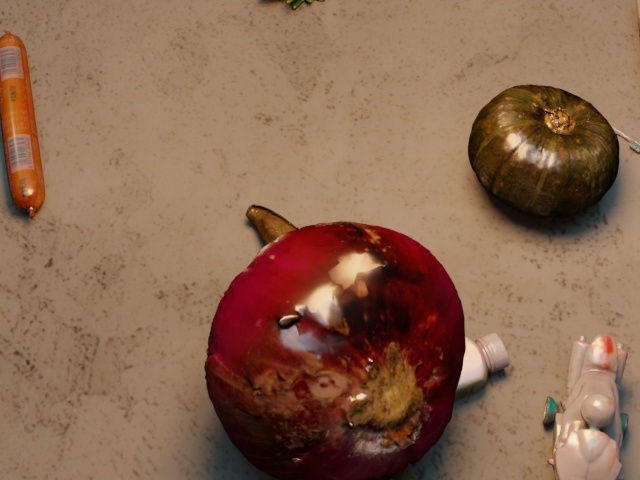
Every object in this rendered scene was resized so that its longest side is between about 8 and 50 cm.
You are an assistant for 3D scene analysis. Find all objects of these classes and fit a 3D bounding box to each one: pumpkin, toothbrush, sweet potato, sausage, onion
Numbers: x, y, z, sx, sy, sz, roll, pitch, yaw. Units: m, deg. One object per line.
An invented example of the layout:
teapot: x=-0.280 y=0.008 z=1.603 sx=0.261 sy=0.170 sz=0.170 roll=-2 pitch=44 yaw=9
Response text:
pumpkin: x=0.323 y=-0.128 z=1.841 sx=0.224 sy=0.157 sz=0.223 roll=6 pitch=48 yaw=-7
toothbrush: x=0.429 y=-0.184 z=1.951 sx=0.162 sy=0.014 sz=0.017 roll=39 pitch=50 yaw=20
sweet potato: x=-0.003 y=0.004 z=1.829 sx=0.233 sy=0.062 sz=0.081 roll=12 pitch=47 yaw=11
sausage: x=-0.463 y=-0.183 z=1.937 sx=0.053 sy=0.053 sz=0.347 roll=-11 pitch=62 yaw=-5
onion: x=-0.007 y=0.128 z=1.642 sx=0.348 sy=0.347 sz=0.385 roll=-35 pitch=30 yaw=-17

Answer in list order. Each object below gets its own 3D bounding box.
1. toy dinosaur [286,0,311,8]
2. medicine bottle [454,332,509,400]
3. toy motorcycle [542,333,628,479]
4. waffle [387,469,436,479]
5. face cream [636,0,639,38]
toy dinosaur: x=-0.030 y=-0.466 z=2.016 sx=0.194 sy=0.177 sz=0.152 roll=8 pitch=61 yaw=7
medicine bottle: x=0.195 y=0.171 z=1.735 sx=0.118 sy=0.055 sz=0.074 roll=-22 pitch=63 yaw=-10
toy motorcycle: x=0.349 y=0.239 z=1.633 sx=0.110 sy=0.171 sz=0.260 roll=13 pitch=65 yaw=6
waffle: x=0.131 y=0.487 z=1.546 sx=0.382 sy=0.095 sz=0.379 roll=28 pitch=66 yaw=12
face cream: x=0.556 y=-0.282 z=1.967 sx=0.107 sy=0.073 sz=0.269 roll=3 pitch=61 yaw=-3
